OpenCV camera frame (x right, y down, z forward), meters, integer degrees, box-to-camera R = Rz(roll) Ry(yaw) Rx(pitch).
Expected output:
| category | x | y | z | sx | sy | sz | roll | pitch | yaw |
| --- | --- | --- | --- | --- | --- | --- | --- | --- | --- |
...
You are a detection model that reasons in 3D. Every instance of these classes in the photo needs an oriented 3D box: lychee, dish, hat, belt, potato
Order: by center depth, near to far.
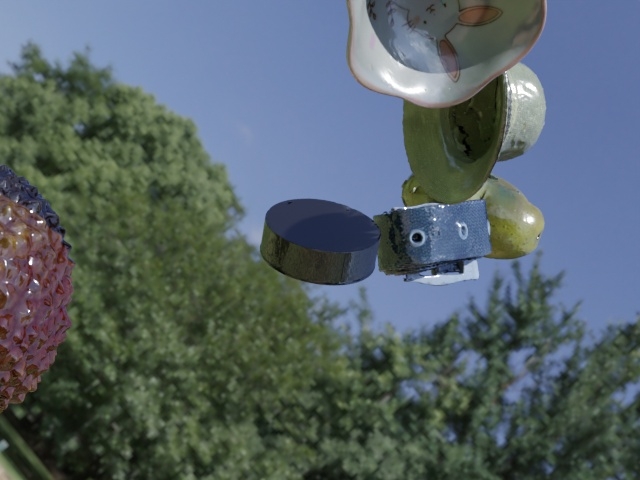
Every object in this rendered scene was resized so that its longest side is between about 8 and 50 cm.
| category | x | y | z | sx | sy | sz | roll | pitch | yaw |
| --- | --- | --- | --- | --- | --- | --- | --- | --- | --- |
| dish | 0.113 | -0.246 | 1.060 | 0.081 | 0.229 | 0.229 | 60 | -4 | 50 |
| lychee | -0.378 | 0.042 | 1.120 | 0.267 | 0.267 | 0.267 | 45 | -18 | 19 |
| hat | 0.227 | -0.174 | 1.453 | 0.257 | 0.130 | 0.257 | 3 | -87 | 64 |
| belt | 0.176 | 0.006 | 1.648 | 0.122 | 0.218 | 0.128 | -8 | -92 | 47 |
| potato | 0.261 | -0.056 | 1.833 | 0.248 | 0.169 | 0.143 | 26 | -43 | 12 |

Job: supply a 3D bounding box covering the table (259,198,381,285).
| category | x | y | z | sx | sy | sz | roll | pitch | yaw |
| --- | --- | --- | --- | --- | --- | --- | --- | --- | --- |
| table | 0.000 | 0.000 | 1.217 | 0.133 | 0.133 | 0.043 | 36 | -54 | 41 |
